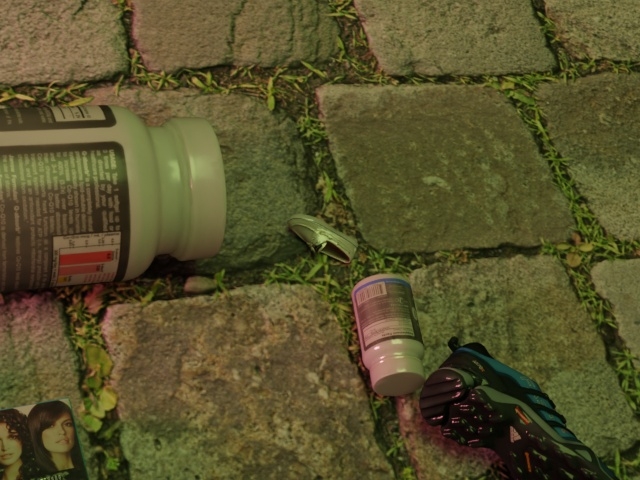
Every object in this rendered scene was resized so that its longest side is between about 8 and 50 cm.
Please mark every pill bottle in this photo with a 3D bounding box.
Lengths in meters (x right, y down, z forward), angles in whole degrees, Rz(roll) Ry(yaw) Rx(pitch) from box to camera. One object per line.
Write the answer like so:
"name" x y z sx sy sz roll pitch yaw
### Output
"pill bottle" 0.085 0.117 1.408 0.078 0.078 0.137 2 56 -17
"pill bottle" -0.304 -0.049 1.317 0.363 0.210 0.210 -4 58 -21

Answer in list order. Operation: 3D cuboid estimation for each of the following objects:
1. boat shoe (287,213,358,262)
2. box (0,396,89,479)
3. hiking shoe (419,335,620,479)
"boat shoe" 0.000 0.000 1.492 0.100 0.035 0.035 28 49 -6
"box" -0.283 0.289 1.179 0.100 0.060 0.244 -9 59 -23
"hiking shoe" 0.266 0.232 1.366 0.304 0.113 0.132 41 37 2
